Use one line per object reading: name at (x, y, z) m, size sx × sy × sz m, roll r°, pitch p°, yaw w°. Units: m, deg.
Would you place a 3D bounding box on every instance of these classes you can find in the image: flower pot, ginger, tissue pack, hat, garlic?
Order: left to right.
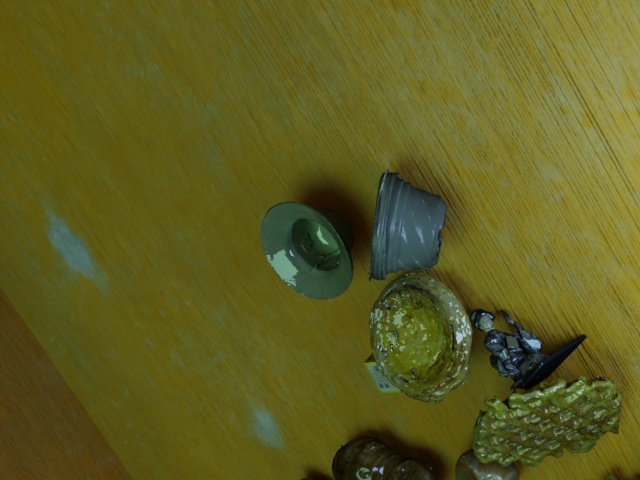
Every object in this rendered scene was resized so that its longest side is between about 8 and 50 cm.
hat at (0.000, 0.000, 1.672) m, size 0.257 × 0.130 × 0.257 m, roll 22°, pitch 130°, yaw 29°
ginger at (0.172, 0.650, 1.953) m, size 0.358 × 0.152 × 0.274 m, roll 14°, pitch 145°, yaw 34°
tissue pack at (0.203, 0.313, 1.757) m, size 0.176 × 0.062 × 0.095 m, roll -16°, pitch 108°, yaw 44°
flower pot at (0.179, -0.024, 1.467) m, size 0.141 × 0.235 × 0.235 m, roll 8°, pitch 124°, yaw 12°
garlic at (0.383, 0.588, 1.715) m, size 0.146 × 0.164 × 0.244 m, roll 17°, pitch 135°, yaw 10°

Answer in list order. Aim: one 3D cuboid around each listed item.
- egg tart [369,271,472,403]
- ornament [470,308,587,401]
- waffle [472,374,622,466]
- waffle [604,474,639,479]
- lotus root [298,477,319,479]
egg tart at (0.236, 0.214, 1.606) m, size 0.291 × 0.107 × 0.290 m, roll 3°, pitch 95°, yaw 41°
ornament at (0.391, 0.200, 1.483) m, size 0.196 × 0.166 × 0.153 m, roll 49°, pitch 138°, yaw 26°
waffle at (0.457, 0.369, 1.459) m, size 0.302 × 0.068 × 0.325 m, roll -8°, pitch 141°, yaw 0°
waffle at (0.692, 0.626, 1.550) m, size 0.283 × 0.065 × 0.309 m, roll -30°, pitch 92°, yaw 45°
lotus root at (0.043, 0.852, 2.189) m, size 0.343 × 0.151 × 0.169 m, roll 29°, pitch 120°, yaw 22°
